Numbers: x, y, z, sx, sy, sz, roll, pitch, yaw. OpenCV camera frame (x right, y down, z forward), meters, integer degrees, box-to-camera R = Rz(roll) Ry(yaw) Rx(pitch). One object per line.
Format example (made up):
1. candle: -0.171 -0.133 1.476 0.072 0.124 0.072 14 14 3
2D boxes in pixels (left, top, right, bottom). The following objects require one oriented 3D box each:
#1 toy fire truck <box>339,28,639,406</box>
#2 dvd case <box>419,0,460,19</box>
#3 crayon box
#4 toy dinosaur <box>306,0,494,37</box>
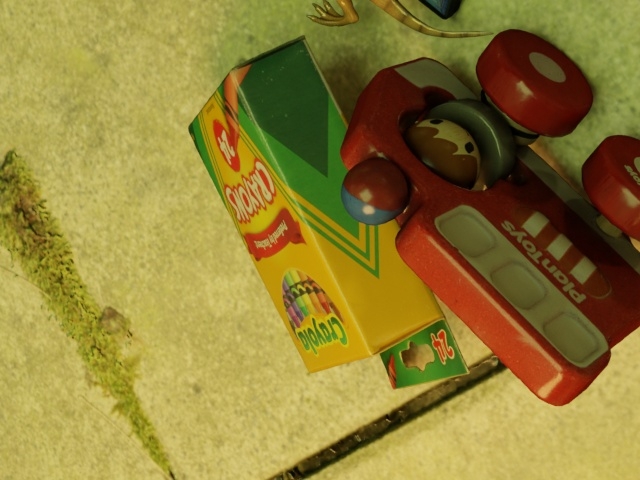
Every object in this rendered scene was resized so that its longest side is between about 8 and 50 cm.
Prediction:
1. toy fire truck: 0.139 -0.025 1.141 0.302 0.254 0.169 47 124 13
2. dvd case: 0.035 -0.320 1.215 0.253 0.022 0.180 41 152 16
3. crayon box: 0.000 0.000 1.289 0.319 0.081 0.202 63 161 2
4. toy dinosaur: 0.038 -0.222 1.240 0.211 0.064 0.112 50 152 -2
